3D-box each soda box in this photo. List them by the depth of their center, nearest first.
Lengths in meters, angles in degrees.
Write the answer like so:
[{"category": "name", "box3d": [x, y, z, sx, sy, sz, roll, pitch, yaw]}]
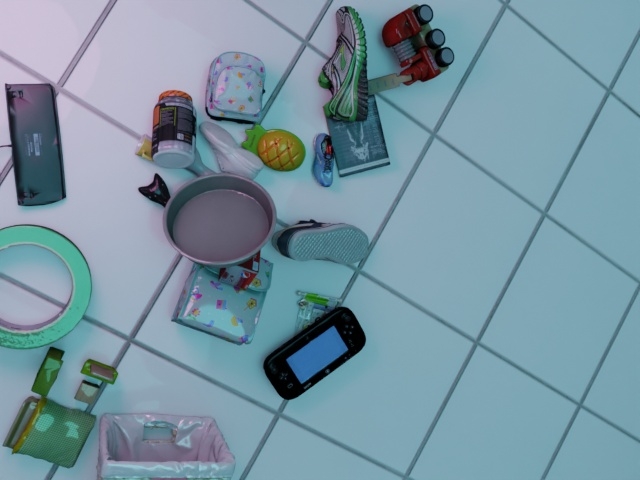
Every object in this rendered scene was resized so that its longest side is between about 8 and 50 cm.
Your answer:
[{"category": "soda box", "box3d": [-0.213, 0.000, 1.871, 0.084, 0.092, 0.263, 20, 46, -19]}]

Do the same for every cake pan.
[{"category": "cake pan", "box3d": [-0.261, -0.049, 1.781, 0.294, 0.054, 0.293, 1, 57, -2]}]

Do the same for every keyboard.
[{"category": "keyboard", "box3d": [-0.778, -0.246, 1.764, 0.202, 0.033, 0.317, -6, 95, -25]}]

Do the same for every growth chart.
[{"category": "growth chart", "box3d": [-0.006, 0.275, 2.075, 0.172, 0.021, 0.237, 6, 94, -19]}]

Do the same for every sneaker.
[{"category": "sneaker", "box3d": [-0.269, -0.242, 1.925, 0.212, 0.080, 0.094, 40, 121, -5]}, {"category": "sneaker", "box3d": [0.064, -0.517, 1.984, 0.147, 0.134, 0.343, -1, 83, 1]}, {"category": "sneaker", "box3d": [0.000, 0.000, 2.014, 0.321, 0.128, 0.126, 4, 99, -44]}, {"category": "sneaker", "box3d": [0.012, -0.238, 2.017, 0.064, 0.073, 0.162, -8, 96, -19]}]

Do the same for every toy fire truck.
[{"category": "toy fire truck", "box3d": [0.239, -0.556, 2.050, 0.246, 0.158, 0.217, -36, 105, -24]}]

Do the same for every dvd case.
[{"category": "dvd case", "box3d": [0.111, -0.317, 2.066, 0.165, 0.018, 0.221, -16, 98, -10]}]

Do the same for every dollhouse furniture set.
[{"category": "dollhouse furniture set", "box3d": [-0.680, 0.458, 1.783, 0.198, 0.151, 0.301, 26, 85, -19]}]

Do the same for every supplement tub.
[{"category": "supplement tub", "box3d": [-0.391, -0.298, 1.827, 0.117, 0.117, 0.190, 6, 69, -20]}]

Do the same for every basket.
[{"category": "basket", "box3d": [-0.425, 0.638, 1.794, 0.329, 0.331, 0.266, 7, 94, -19]}]

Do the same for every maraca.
[{"category": "maraca", "box3d": [-0.133, -0.264, 1.952, 0.186, 0.099, 0.127, 19, 116, -5]}]

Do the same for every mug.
[{"category": "mug", "box3d": [-0.465, -0.242, 1.857, 0.064, 0.062, 0.078, 26, 62, -28]}]

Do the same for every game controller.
[{"category": "game controller", "box3d": [-0.014, 0.336, 2.033, 0.319, 0.067, 0.166, -34, 105, -12]}]

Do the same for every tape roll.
[{"category": "tape roll", "box3d": [-0.764, 0.119, 1.770, 0.322, 0.077, 0.321, -2, 95, -20]}]

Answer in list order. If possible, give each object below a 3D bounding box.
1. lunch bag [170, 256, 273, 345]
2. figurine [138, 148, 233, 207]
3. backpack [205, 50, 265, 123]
[{"category": "lunch bag", "box3d": [-0.266, 0.137, 1.906, 0.224, 0.160, 0.262, 24, 75, -15]}, {"category": "figurine", "box3d": [-0.360, -0.143, 1.892, 0.209, 0.092, 0.215, 43, 79, -13]}, {"category": "backpack", "box3d": [-0.232, -0.428, 1.884, 0.166, 0.144, 0.188, 5, 89, -14]}]
